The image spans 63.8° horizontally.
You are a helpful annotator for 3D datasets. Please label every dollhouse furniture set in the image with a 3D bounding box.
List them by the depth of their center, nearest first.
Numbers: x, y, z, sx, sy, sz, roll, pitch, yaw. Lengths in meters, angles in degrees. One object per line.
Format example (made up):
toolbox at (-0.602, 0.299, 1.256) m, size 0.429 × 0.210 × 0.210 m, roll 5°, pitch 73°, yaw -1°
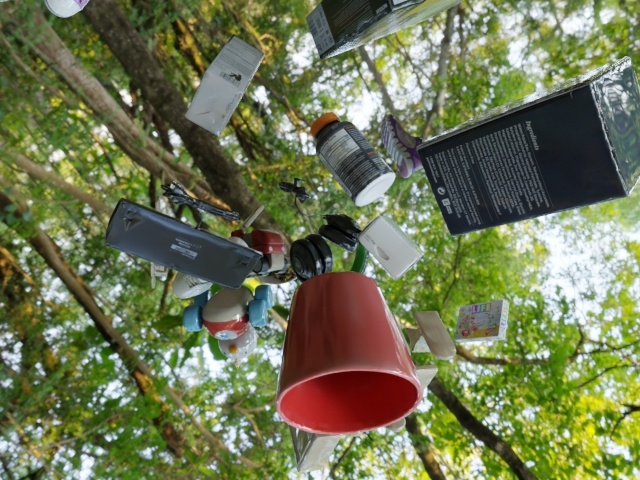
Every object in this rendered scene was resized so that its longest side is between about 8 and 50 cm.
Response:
dollhouse furniture set at (0.119, 0.397, 1.302) m, size 0.393 × 0.362 × 0.257 m, roll 1°, pitch -137°, yaw -21°

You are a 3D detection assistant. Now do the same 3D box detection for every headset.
headset at (0.000, 0.000, 1.492) m, size 0.243 × 0.394 × 0.185 m, roll -41°, pitch -137°, yaw -19°

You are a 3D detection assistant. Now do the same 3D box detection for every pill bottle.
pill bottle at (0.073, -0.220, 1.339) m, size 0.130 × 0.130 × 0.246 m, roll -35°, pitch -107°, yaw -3°

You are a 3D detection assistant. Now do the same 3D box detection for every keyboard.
keyboard at (-0.267, -0.015, 1.076) m, size 0.202 × 0.317 × 0.033 m, roll -53°, pitch -150°, yaw 25°

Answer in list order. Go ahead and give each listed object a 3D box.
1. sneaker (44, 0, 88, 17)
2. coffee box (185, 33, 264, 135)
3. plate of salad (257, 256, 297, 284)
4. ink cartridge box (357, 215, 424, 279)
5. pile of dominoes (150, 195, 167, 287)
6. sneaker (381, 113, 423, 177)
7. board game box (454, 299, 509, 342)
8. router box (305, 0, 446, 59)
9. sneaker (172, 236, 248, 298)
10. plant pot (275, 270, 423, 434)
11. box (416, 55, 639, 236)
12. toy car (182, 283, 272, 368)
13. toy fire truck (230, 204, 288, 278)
sneaker at (-0.511, -0.622, 1.143) m, size 0.161 × 0.102 × 0.282 m, roll 34°, pitch -89°, yaw 47°
coffee box at (-0.282, -0.471, 1.541) m, size 0.168 × 0.118 × 0.297 m, roll -50°, pitch -162°, yaw 36°
plate of salad at (-0.183, 0.122, 2.238) m, size 0.199 × 0.048 × 0.200 m, roll -1°, pitch -146°, yaw 1°
ink cartridge box at (0.200, 0.015, 1.428) m, size 0.092 × 0.158 × 0.218 m, roll -45°, pitch 171°, yaw 13°
pile of dominoes at (-0.470, 0.003, 1.518) m, size 0.040 × 0.251 × 0.196 m, roll 5°, pitch -132°, yaw -13°
sneaker at (0.268, -0.306, 1.621) m, size 0.104 × 0.095 × 0.237 m, roll -17°, pitch -118°, yaw -9°
board game box at (0.440, 0.224, 1.409) m, size 0.154 × 0.026 × 0.104 m, roll -24°, pitch -137°, yaw 55°
router box at (0.135, -0.380, 0.782) m, size 0.242 × 0.081 × 0.309 m, roll -25°, pitch -166°, yaw -12°
sneaker at (-0.281, 0.073, 1.219) m, size 0.232 × 0.090 × 0.115 m, roll -35°, pitch -176°, yaw 22°
plant pot at (0.044, 0.211, 1.017) m, size 0.274 × 0.275 × 0.243 m, roll -23°, pitch -135°, yaw 18°
box at (0.617, -0.264, 1.455) m, size 0.471 × 0.298 × 0.479 m, roll -17°, pitch -170°, yaw 45°
toy car at (-0.242, 0.264, 1.452) m, size 0.218 × 0.238 × 0.210 m, roll -6°, pitch -164°, yaw 4°
toy fire truck at (-0.212, -0.005, 1.700) m, size 0.216 × 0.247 × 0.158 m, roll -12°, pitch 171°, yaw 38°
